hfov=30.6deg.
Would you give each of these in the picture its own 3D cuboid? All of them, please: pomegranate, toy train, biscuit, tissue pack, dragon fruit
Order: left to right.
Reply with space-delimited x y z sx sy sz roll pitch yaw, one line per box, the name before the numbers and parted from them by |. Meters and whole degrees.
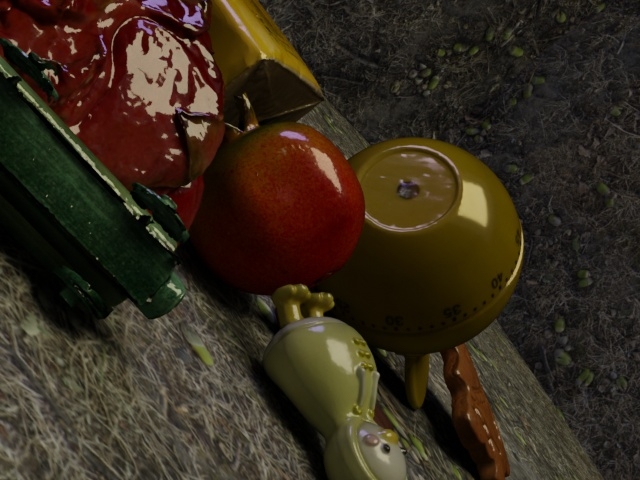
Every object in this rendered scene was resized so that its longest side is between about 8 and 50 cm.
toy train | -0.245 -0.047 1.012 0.307 0.126 0.189 48 -22 -17
dragon fruit | -0.221 -0.174 1.178 0.329 0.228 0.286 41 16 -53
tissue pack | -0.209 -0.310 1.705 0.382 0.228 0.293 52 9 14
pomegranate | -0.066 -0.056 1.434 0.257 0.221 0.221 65 9 -4
biscuit | 0.256 0.268 1.973 0.284 0.043 0.306 48 24 -59

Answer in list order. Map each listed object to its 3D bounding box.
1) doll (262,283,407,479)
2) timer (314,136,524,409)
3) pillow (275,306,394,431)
doll | 0.028 0.182 1.303 0.296 0.117 0.141 56 14 29
timer | 0.147 0.036 1.846 0.376 0.376 0.387 59 -10 37
pillow | 0.017 0.168 1.525 0.232 0.043 0.126 53 9 3
